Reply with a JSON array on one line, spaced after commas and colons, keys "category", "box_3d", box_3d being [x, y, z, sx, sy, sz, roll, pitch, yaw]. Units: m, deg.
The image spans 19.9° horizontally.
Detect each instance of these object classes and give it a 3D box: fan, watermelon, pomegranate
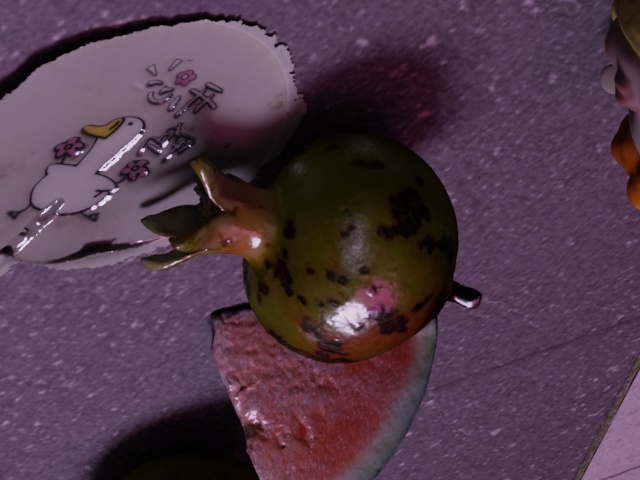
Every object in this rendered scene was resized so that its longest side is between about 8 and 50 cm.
[{"category": "fan", "box_3d": [-0.186, -0.007, 1.183, 0.415, 0.012, 0.233, -39, 146, 18]}, {"category": "watermelon", "box_3d": [0.012, 0.114, 1.409, 0.207, 0.136, 0.202, -51, 149, 12]}, {"category": "pomegranate", "box_3d": [-0.005, 0.005, 1.195, 0.220, 0.156, 0.156, 1, 141, -38]}]

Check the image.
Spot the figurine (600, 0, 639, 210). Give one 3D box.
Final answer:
[{"category": "figurine", "box_3d": [0.270, -0.139, 1.102, 0.205, 0.224, 0.382, -27, 148, -3]}]

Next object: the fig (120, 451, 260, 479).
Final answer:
[{"category": "fig", "box_3d": [-0.095, 0.260, 1.496, 0.181, 0.181, 0.191, -25, -178, 0]}]
